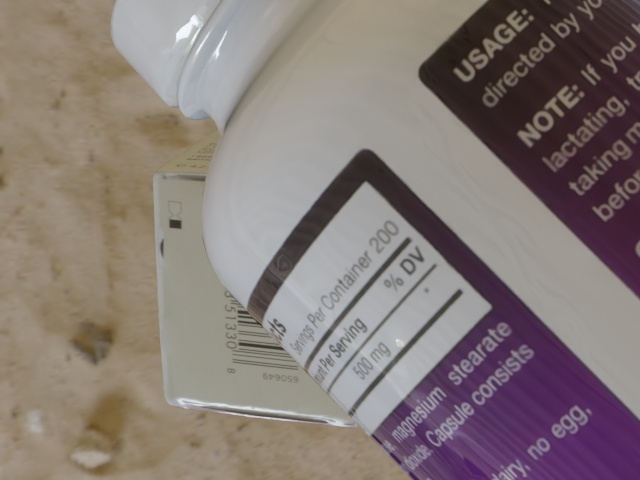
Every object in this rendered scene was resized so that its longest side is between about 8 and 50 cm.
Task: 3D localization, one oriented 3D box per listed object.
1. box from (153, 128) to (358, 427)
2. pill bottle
[{"bbox_3d":[0.000,0.000,0.996,0.127,0.232,0.148,5,110,18],"label":"box"},{"bbox_3d":[0.092,0.010,0.478,0.323,0.181,0.181,46,107,8],"label":"pill bottle"}]
